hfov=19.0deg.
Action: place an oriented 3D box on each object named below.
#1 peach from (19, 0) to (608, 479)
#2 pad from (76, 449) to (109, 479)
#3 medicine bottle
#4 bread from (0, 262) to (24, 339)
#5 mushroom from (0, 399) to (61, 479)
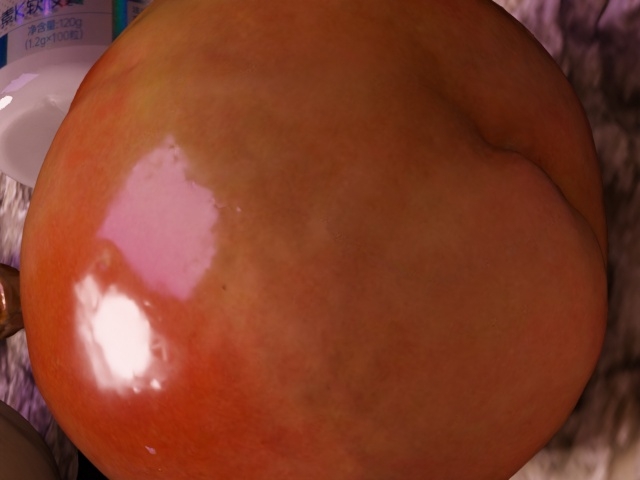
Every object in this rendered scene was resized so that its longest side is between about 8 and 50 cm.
[{"bbox_3d":[0.000,0.000,0.558,0.184,0.184,0.184,-38,46,55],"label":"peach"},{"bbox_3d":[-0.052,0.091,0.822,0.300,0.005,0.202,-41,43,53],"label":"pad"},{"bbox_3d":[-0.108,-0.124,0.912,0.107,0.107,0.191,-46,40,50],"label":"medicine bottle"},{"bbox_3d":[-0.210,0.042,1.123,0.157,0.052,0.044,-19,64,62],"label":"bread"},{"bbox_3d":[-0.237,0.187,0.943,0.234,0.254,0.260,64,157,-7],"label":"mushroom"}]
